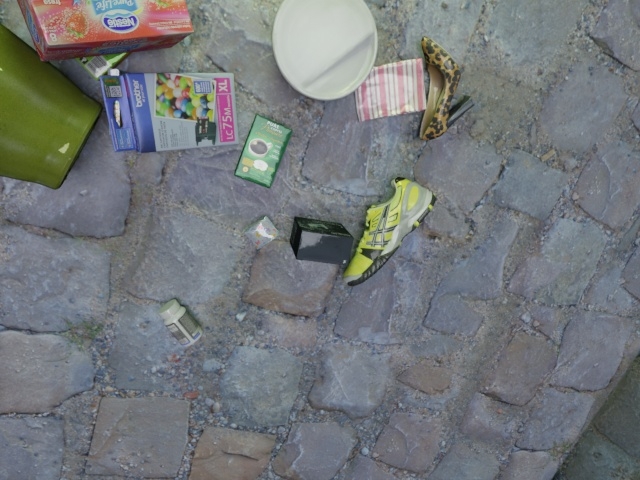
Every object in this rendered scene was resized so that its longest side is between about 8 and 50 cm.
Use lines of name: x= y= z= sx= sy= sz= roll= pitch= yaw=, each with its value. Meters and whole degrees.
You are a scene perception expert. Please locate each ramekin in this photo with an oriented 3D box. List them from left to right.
ramekin: x=0.003 y=-0.506 z=1.067 sx=0.273 sy=0.127 sz=0.272 roll=-3 pitch=108 yaw=-10

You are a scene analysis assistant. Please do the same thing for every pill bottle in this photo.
pill bottle: x=-0.434 y=0.254 z=1.266 sx=0.078 sy=0.078 sz=0.137 roll=-30 pitch=111 yaw=0

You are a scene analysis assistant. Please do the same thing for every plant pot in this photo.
plant pot: x=-0.711 y=-0.296 z=0.907 sx=0.353 sy=0.366 sz=0.366 roll=28 pitch=102 yaw=-31

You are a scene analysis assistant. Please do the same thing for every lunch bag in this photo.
lunch bag: x=-0.175 y=-0.026 z=1.236 sx=0.083 sy=0.053 sz=0.071 roll=-33 pitch=110 yaw=12

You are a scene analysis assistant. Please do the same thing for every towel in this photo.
towel: x=0.195 y=-0.425 z=1.161 sx=0.197 sy=0.029 sz=0.144 roll=-8 pitch=109 yaw=8

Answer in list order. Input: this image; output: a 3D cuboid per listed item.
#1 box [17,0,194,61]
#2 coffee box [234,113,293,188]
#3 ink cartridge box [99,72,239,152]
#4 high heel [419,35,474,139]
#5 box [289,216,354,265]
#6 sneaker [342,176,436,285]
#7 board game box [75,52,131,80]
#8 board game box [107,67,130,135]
box: x=-0.454 y=-0.487 z=0.875 sx=0.300 sy=0.154 sz=0.142 roll=-26 pitch=113 yaw=-33
coffee box: x=-0.163 y=-0.252 z=1.166 sx=0.113 sy=0.040 sz=0.184 roll=18 pitch=105 yaw=-17
ink cartridge box: x=-0.366 y=-0.324 z=1.033 sx=0.311 sy=0.065 sz=0.185 roll=-12 pitch=114 yaw=-28
high heel: x=0.312 y=-0.425 z=1.174 sx=0.186 sy=0.093 sz=0.261 roll=-41 pitch=115 yaw=4
box: x=0.000 y=0.000 z=1.222 sx=0.156 sy=0.158 sz=0.093 roll=8 pitch=107 yaw=-14
sneaker: x=0.185 y=-0.026 z=1.280 sx=0.147 sy=0.145 sz=0.384 roll=38 pitch=96 yaw=1
board game box: x=-0.502 y=-0.529 z=1.008 sx=0.259 sy=0.039 sz=0.124 roll=-39 pitch=112 yaw=6
board game box: x=-0.507 y=-0.348 z=1.033 sx=0.026 sy=0.103 sz=0.154 roll=4 pitch=108 yaw=-13
